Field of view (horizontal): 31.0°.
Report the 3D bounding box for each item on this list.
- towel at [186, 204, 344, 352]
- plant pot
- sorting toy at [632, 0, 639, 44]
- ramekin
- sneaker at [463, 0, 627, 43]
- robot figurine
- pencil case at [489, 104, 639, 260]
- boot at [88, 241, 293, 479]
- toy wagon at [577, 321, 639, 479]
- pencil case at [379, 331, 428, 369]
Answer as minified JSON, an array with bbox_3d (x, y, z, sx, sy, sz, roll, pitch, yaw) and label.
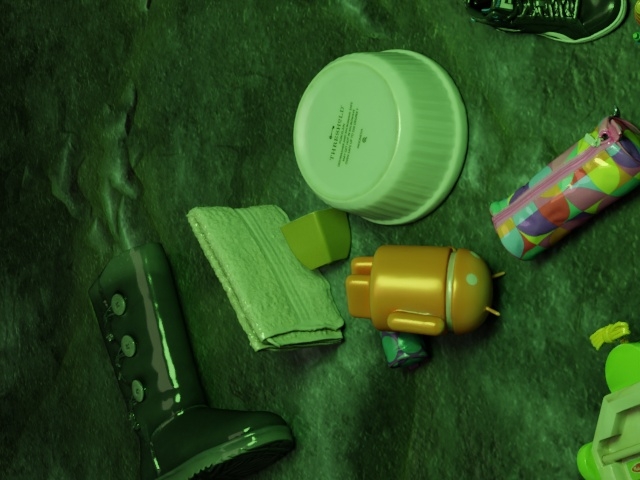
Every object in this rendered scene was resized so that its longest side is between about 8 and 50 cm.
[{"bbox_3d":[-0.083,0.053,1.834,0.049,0.187,0.282,-50,58,34],"label":"towel"},{"bbox_3d":[0.000,0.000,1.835,0.081,0.081,0.083,-22,84,40],"label":"plant pot"},{"bbox_3d":[0.427,-0.272,1.469,0.061,0.042,0.102,-44,61,33],"label":"sorting toy"},{"bbox_3d":[0.078,-0.159,1.732,0.273,0.127,0.273,-1,88,42],"label":"ramekin"},{"bbox_3d":[0.288,-0.310,1.545,0.217,0.121,0.079,7,94,43],"label":"sneaker"},{"bbox_3d":[0.148,0.068,1.635,0.219,0.158,0.128,3,88,14],"label":"robot figurine"},{"bbox_3d":[0.328,-0.070,1.518,0.236,0.104,0.104,-43,61,34],"label":"pencil case"},{"bbox_3d":[-0.240,0.206,2.020,0.367,0.146,0.445,-32,64,36],"label":"boot"},{"bbox_3d":[0.426,0.260,1.401,0.267,0.068,0.344,-39,62,53],"label":"toy wagon"},{"bbox_3d":[0.113,0.116,1.733,0.064,0.070,0.152,-18,71,5],"label":"pencil case"}]
